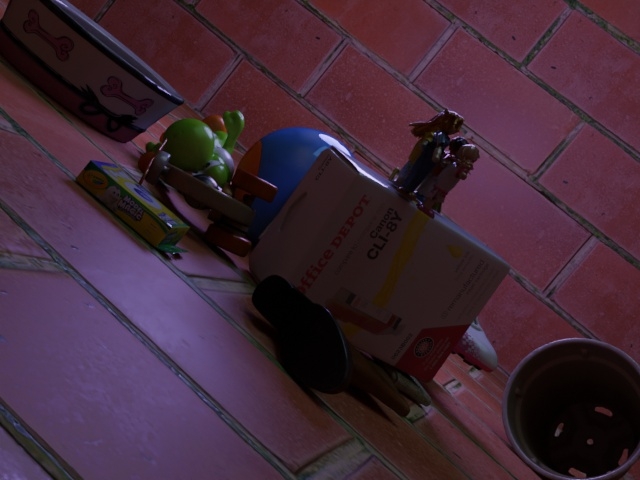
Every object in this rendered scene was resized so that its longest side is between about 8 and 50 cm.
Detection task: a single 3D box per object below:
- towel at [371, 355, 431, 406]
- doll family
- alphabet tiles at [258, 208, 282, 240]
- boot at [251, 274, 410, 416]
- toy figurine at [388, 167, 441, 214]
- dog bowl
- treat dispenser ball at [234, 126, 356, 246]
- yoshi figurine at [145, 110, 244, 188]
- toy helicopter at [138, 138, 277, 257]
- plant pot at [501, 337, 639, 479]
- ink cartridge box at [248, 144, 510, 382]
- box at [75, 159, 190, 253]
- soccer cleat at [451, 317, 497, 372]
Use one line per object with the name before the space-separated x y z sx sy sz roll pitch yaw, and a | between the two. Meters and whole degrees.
towel | 0.148 0.257 1.808 0.110 0.027 0.148 37 5 -27
doll family | 0.191 -0.147 1.636 0.118 0.163 0.263 34 10 -4
alphabet tiles | 0.000 0.000 1.878 0.198 0.237 0.009 40 -18 -6
boot | 0.038 0.195 1.395 0.280 0.096 0.264 45 -7 -35
toy figurine | 0.095 0.029 2.048 0.191 0.362 0.217 27 -13 -32
dog bowl | -0.488 -0.363 1.970 0.408 0.150 0.408 40 4 -4
treat dispenser ball | -0.047 -0.099 2.040 0.288 0.288 0.288 39 5 -4
yoshi figurine | -0.272 -0.209 2.077 0.203 0.203 0.362 21 13 -17
toy helicopter | -0.255 -0.106 1.735 0.235 0.140 0.355 25 1 -34
plant pot | 0.616 0.438 2.228 0.334 0.334 0.305 43 -6 33
ink cartridge box | 0.106 0.050 1.726 0.385 0.279 0.160 30 10 -28
box | -0.264 -0.045 1.393 0.179 0.043 0.105 41 5 4
soccer cleat | 0.276 0.139 2.032 0.331 0.143 0.116 43 7 35
